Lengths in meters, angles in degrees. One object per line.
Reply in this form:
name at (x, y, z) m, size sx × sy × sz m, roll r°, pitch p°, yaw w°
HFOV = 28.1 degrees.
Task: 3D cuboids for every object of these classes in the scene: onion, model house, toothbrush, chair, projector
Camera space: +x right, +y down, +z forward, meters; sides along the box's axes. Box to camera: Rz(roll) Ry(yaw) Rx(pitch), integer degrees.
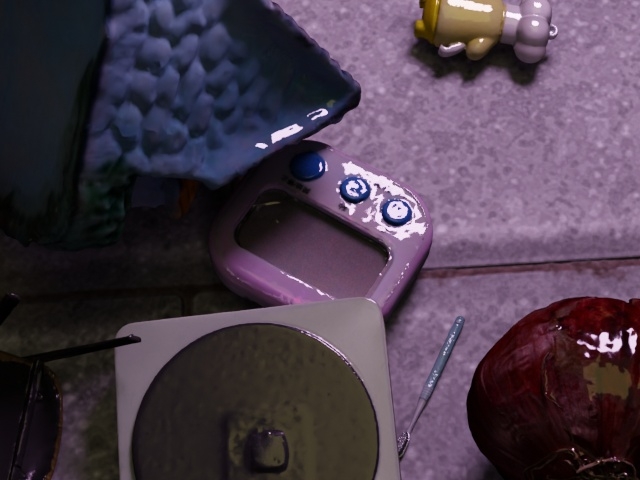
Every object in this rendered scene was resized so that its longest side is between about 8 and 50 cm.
onion at (0.268, 0.180, 1.153) m, size 0.221 × 0.281 × 0.281 m, roll -42°, pitch 62°, yaw 26°
model house at (-0.172, -0.168, 1.311) m, size 0.339 × 0.297 × 0.360 m, roll -2°, pitch 21°, yaw -38°
toothbrush at (0.109, 0.143, 1.275) m, size 0.011 × 0.014 × 0.167 m, roll 19°, pitch 63°, yaw 19°
chair at (-0.310, 0.165, 1.178) m, size 0.172 × 0.247 × 0.158 m, roll 26°, pitch 56°, yaw -33°
projector at (-0.057, 0.194, 1.195) m, size 0.259 × 0.079 × 0.257 m, roll -6°, pitch 71°, yaw 3°

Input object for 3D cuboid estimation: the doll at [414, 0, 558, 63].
doll at (0.191, -0.249, 1.460) m, size 0.163 × 0.062 × 0.106 m, roll 9°, pitch 71°, yaw 5°

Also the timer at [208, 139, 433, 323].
timer at (0.000, 0.000, 1.319) m, size 0.208 × 0.069 × 0.190 m, roll 29°, pitch 65°, yaw 13°
